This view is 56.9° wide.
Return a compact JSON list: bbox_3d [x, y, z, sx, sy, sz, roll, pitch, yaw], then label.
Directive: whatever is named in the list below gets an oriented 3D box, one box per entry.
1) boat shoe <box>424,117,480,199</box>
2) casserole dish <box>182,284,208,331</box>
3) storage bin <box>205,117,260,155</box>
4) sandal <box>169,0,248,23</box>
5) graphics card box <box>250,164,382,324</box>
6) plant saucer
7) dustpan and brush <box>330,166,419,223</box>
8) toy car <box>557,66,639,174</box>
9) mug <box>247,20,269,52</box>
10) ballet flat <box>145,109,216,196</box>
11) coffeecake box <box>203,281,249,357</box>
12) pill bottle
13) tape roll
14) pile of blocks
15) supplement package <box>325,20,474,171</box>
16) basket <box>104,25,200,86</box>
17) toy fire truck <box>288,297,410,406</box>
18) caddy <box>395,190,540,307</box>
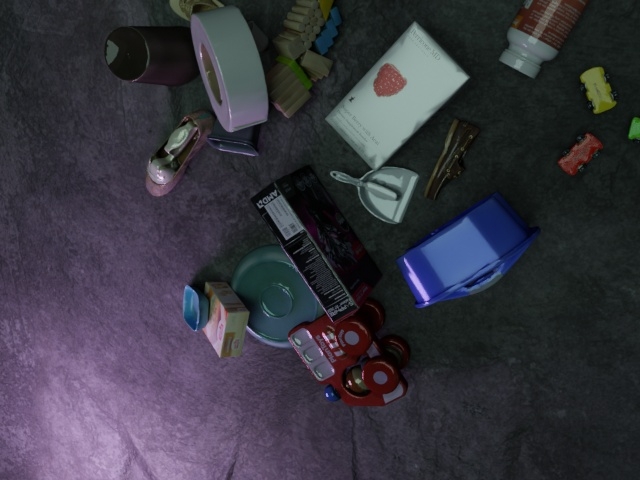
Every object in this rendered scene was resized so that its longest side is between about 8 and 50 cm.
[{"bbox_3d":[0.318,-0.187,1.431,0.073,0.073,0.207,25,111,12],"label":"boat shoe"},{"bbox_3d":[-0.363,0.196,1.724,0.036,0.188,0.114,2,97,-28],"label":"casserole dish"},{"bbox_3d":[-0.221,-0.287,1.574,0.135,0.098,0.091,12,80,15],"label":"storage bin"},{"bbox_3d":[-0.300,-0.589,1.514,0.240,0.079,0.088,27,111,9],"label":"sandal"},{"bbox_3d":[0.000,0.000,1.499,0.094,0.233,0.371,-34,92,27],"label":"graphics card box"},{"bbox_3d":[-0.121,0.169,1.689,0.317,0.043,0.318,5,107,16],"label":"plant saucer"},{"bbox_3d":[0.128,-0.138,1.512,0.211,0.060,0.147,23,111,10],"label":"dustpan and brush"},{"bbox_3d":[0.666,-0.252,1.313,0.224,0.053,0.239,12,109,14],"label":"toy car"},{"bbox_3d":[-0.170,-0.512,1.504,0.078,0.064,0.062,21,85,51],"label":"mug"},{"bbox_3d":[-0.412,-0.239,1.633,0.107,0.106,0.316,43,113,3],"label":"ballet flat"},{"bbox_3d":[-0.277,0.221,1.681,0.185,0.068,0.143,39,122,52],"label":"coffeecake box"},{"bbox_3d":[0.481,-0.468,1.274,0.121,0.121,0.216,31,111,8],"label":"pill bottle"},{"bbox_3d":[-0.220,-0.411,1.427,0.100,0.286,0.286,-20,100,-15],"label":"tape roll"},{"bbox_3d":[-0.045,-0.491,1.462,0.112,0.148,0.362,41,109,50],"label":"pile of blocks"},{"bbox_3d":[0.187,-0.332,1.377,0.177,0.175,0.293,46,113,2],"label":"supplement package"},{"bbox_3d":[-0.430,-0.472,1.509,0.204,0.227,0.154,-10,102,21],"label":"basket"},{"bbox_3d":[0.084,0.317,1.596,0.253,0.169,0.302,-32,93,25],"label":"toy fire truck"},{"bbox_3d":[0.347,0.036,1.397,0.341,0.241,0.179,-35,86,23],"label":"caddy"}]
